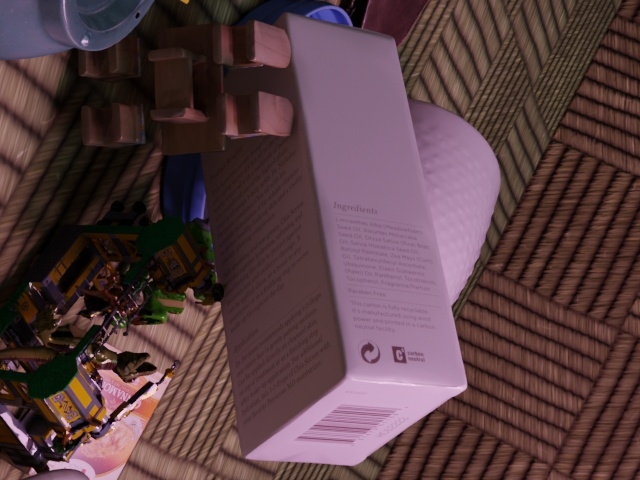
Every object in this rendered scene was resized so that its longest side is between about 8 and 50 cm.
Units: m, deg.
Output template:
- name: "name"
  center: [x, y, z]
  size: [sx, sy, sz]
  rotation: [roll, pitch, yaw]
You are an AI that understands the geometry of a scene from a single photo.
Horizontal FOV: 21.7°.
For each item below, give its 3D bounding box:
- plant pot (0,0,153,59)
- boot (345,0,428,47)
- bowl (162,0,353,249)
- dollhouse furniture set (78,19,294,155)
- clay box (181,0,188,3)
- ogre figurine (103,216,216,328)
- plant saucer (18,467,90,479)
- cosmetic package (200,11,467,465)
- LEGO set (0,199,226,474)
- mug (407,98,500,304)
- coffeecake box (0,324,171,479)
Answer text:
- name: "plant pot"
  center: [-0.250, -0.280, 1.470]
  size: [0.293, 0.196, 0.293]
  rotation: [-51, 156, -32]
- name: "boot"
  center: [0.119, -0.386, 2.437]
  size: [0.207, 0.090, 0.248]
  rotation: [-27, 142, -63]
- name: "bowl"
  center: [-0.081, -0.144, 2.243]
  size: [0.391, 0.077, 0.391]
  rotation: [-52, 157, -32]
- name: "dollhouse furniture set"
  center: [-0.134, -0.215, 1.834]
  size: [0.161, 0.212, 0.242]
  rotation: [3, 84, -68]
- name: "clay box"
  center: [-0.150, -0.370, 1.715]
  size: [0.222, 0.127, 0.053]
  rotation: [-66, 160, 1]
- name: "ogre figurine"
  center: [-0.193, 0.039, 2.085]
  size: [0.197, 0.097, 0.118]
  rotation: [-42, -146, 55]
- name: "plant saucer"
  center: [-0.398, 0.416, 1.860]
  size: [0.400, 0.100, 0.400]
  rotation: [-37, 164, -12]
- name: "cosmetic package"
  center: [0.000, 0.000, 1.880]
  size: [0.161, 0.453, 0.230]
  rotation: [8, 149, -32]
- name: "LEGO set"
  center: [-0.245, 0.133, 1.885]
  size: [0.192, 0.255, 0.331]
  rotation: [61, 40, -34]
- name: "mug"
  center: [0.064, 0.013, 2.493]
  size: [0.374, 0.276, 0.328]
  rotation: [-25, -150, 39]
- name: "coffeecake box"
  center: [-0.293, 0.220, 2.087]
  size: [0.142, 0.068, 0.185]
  rotation: [36, 79, -48]
